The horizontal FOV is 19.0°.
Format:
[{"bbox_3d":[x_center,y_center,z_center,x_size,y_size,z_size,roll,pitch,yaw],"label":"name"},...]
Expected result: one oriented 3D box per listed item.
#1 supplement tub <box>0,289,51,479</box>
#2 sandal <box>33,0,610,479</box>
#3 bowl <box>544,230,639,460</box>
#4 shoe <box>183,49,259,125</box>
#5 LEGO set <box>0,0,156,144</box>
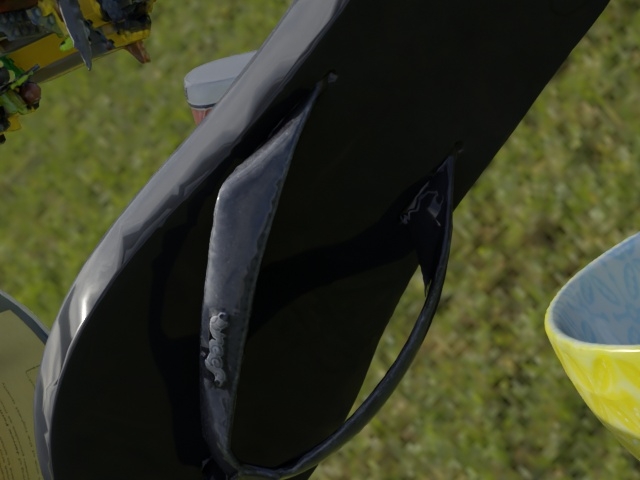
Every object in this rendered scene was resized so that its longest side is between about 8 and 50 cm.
[{"bbox_3d":[-0.249,0.132,0.909,0.228,0.228,0.316,-40,-3,9],"label":"supplement tub"},{"bbox_3d":[0.000,-0.001,0.519,0.254,0.097,0.054,-60,37,19],"label":"sandal"},{"bbox_3d":[0.263,0.058,0.869,0.289,0.156,0.289,-21,9,3],"label":"bowl"},{"bbox_3d":[0.009,-0.080,1.167,0.178,0.081,0.063,-10,23,15],"label":"shoe"},{"bbox_3d":[-0.141,-0.219,0.855,0.192,0.331,0.255,-20,-4,27],"label":"LEGO set"}]
